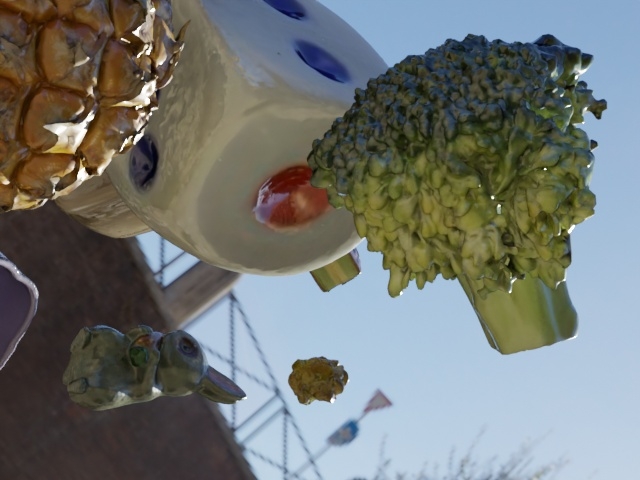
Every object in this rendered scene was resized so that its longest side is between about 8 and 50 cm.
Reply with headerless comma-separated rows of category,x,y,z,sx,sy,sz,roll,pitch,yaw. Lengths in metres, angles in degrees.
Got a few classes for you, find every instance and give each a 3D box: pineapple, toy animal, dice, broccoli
pineapple,-0.302,-0.204,1.021,0.300,0.352,0.352,38,-12,-34
toy animal,-0.228,0.181,1.565,0.127,0.251,0.125,30,-71,63
dice,-0.088,-0.151,1.376,0.277,0.304,0.304,-57,-135,28
broccoli,0.133,-0.033,0.831,0.263,0.247,0.243,-5,-70,54

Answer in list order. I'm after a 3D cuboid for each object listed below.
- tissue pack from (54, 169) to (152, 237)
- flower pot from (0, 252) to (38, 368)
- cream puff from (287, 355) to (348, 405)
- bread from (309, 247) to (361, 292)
tissue pack,-0.309,-0.204,1.856,0.277,0.267,0.387,25,47,-63
flower pot,-0.495,0.047,1.268,0.243,0.265,0.265,45,-23,26
cream puff,-0.002,0.204,1.604,0.083,0.083,0.058,42,-15,39
bread,-0.003,-0.004,1.682,0.139,0.074,0.084,55,11,-27
